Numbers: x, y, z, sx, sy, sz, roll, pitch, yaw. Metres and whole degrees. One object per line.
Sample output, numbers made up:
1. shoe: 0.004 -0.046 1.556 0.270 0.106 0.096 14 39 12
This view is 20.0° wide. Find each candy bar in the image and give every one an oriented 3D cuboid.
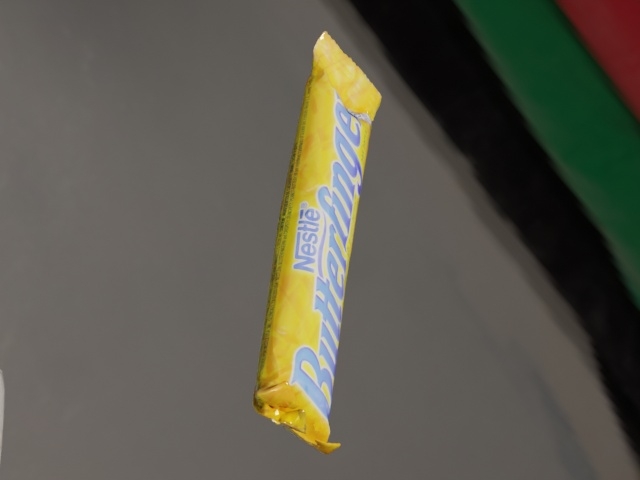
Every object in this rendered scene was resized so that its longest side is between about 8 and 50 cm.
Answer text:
1. candy bar: 0.000 0.000 0.618 0.018 0.161 0.040 -16 -44 29

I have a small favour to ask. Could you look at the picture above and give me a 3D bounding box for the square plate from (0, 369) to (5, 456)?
1. square plate: -0.275 0.133 0.545 0.347 0.344 0.049 -99 -166 -51
